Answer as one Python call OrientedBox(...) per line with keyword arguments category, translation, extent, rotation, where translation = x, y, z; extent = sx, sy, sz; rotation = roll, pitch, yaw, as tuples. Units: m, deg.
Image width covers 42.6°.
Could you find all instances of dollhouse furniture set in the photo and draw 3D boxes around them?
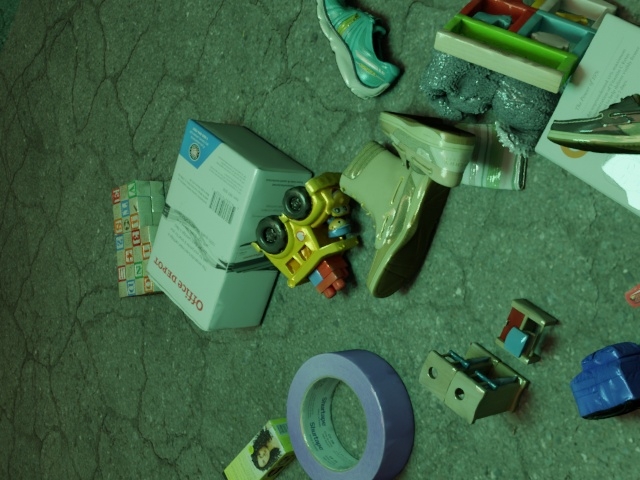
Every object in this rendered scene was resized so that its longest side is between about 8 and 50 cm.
OrientedBox(category="dollhouse furniture set", translation=(0.275, 0.184, 1.372), extent=(0.129, 0.129, 0.184), rotation=(36, 117, 40))

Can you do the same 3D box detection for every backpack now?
OrientedBox(category="backpack", translation=(0.439, 0.213, 1.230), extent=(0.120, 0.097, 0.101), rotation=(-49, 47, 50))

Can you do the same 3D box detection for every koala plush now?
OrientedBox(category="koala plush", translation=(0.293, -0.250, 1.323), extent=(0.221, 0.203, 0.196), rotation=(39, 104, 15))

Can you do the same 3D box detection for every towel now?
OrientedBox(category="towel", translation=(0.290, -0.148, 1.431), extent=(0.152, 0.023, 0.113), rotation=(11, 97, 46))

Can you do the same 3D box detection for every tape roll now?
OrientedBox(category="tape roll", translation=(0.054, 0.358, 1.635), extent=(0.274, 0.090, 0.275), rotation=(1, 92, 47))

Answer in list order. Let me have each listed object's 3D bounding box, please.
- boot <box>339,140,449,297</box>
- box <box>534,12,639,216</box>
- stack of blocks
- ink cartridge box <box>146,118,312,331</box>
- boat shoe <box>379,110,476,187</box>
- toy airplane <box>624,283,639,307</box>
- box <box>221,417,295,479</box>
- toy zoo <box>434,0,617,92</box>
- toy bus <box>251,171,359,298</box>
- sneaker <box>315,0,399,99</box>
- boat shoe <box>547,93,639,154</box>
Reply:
OrientedBox(category="boot", translation=(0.111, -0.043, 1.562), extent=(0.203, 0.095, 0.262), rotation=(33, 107, 40))
OrientedBox(category="box", translation=(0.505, -0.129, 1.103), extent=(0.345, 0.168, 0.215), rotation=(43, 120, 37))
OrientedBox(category="stack of blocks", translation=(-0.462, -0.005, 2.171), extent=(0.171, 0.087, 0.297), rotation=(-12, 81, 46))
OrientedBox(category="ink cartridge box", translation=(-0.218, -0.035, 1.859), extent=(0.285, 0.166, 0.395), rotation=(38, 116, 40))
OrientedBox(category="boat shoe", translation=(0.174, -0.164, 1.436), extent=(0.302, 0.109, 0.098), rotation=(-136, 52, -66))
OrientedBox(category="toy airplane", translation=(0.523, 0.080, 1.186), extent=(0.151, 0.028, 0.151), rotation=(2, 93, 47))
OrientedBox(category="box", translation=(-0.135, 0.499, 1.855), extent=(0.232, 0.058, 0.087), rotation=(-53, 55, 33))
OrientedBox(category="toy zoo", translation=(0.321, -0.331, 1.234), extent=(0.192, 0.293, 0.030), rotation=(26, 138, 19))
OrientedBox(category="toy bus", translation=(0.000, 0.000, 1.662), extent=(0.211, 0.149, 0.220), rotation=(53, 124, 16))
OrientedBox(category="sneaker", translation=(0.074, -0.410, 1.622), extent=(0.110, 0.107, 0.275), rotation=(-29, 73, 22))
OrientedBox(category="boat shoe", translation=(0.400, -0.148, 1.039), extent=(0.223, 0.080, 0.074), rotation=(8, 92, 41))
